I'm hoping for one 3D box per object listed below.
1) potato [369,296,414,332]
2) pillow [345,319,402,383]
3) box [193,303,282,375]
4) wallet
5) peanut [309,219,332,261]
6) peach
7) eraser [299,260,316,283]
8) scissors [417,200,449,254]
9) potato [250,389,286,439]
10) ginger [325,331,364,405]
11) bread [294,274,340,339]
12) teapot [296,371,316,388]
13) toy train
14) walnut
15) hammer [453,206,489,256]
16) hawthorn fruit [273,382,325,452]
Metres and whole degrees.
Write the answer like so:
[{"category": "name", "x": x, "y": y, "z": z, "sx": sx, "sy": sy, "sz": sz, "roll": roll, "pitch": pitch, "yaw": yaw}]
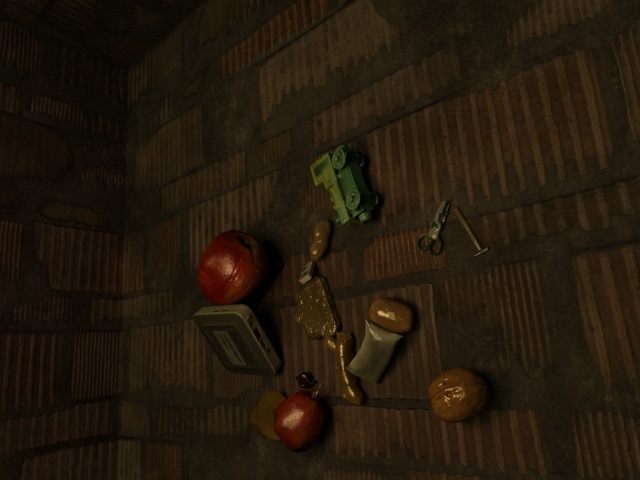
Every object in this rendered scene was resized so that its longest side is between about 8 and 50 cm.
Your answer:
[{"category": "potato", "x": 0.265, "y": 0.277, "z": 1.733, "sx": 0.178, "sy": 0.109, "sz": 0.118, "roll": 18, "pitch": 110, "yaw": 24}, {"category": "pillow", "x": 0.196, "y": 0.422, "z": 1.746, "sx": 0.144, "sy": 0.078, "sz": 0.254, "roll": 28, "pitch": 118, "yaw": 17}, {"category": "box", "x": -0.390, "y": 0.466, "z": 2.151, "sx": 0.373, "sy": 0.090, "sz": 0.367, "roll": -10, "pitch": 116, "yaw": 41}, {"category": "wallet", "x": -0.321, "y": 0.187, "z": 2.298, "sx": 0.377, "sy": 0.051, "sz": 0.197, "roll": -54, "pitch": 50, "yaw": 19}, {"category": "peanut", "x": 0.000, "y": 0.000, "z": 2.032, "sx": 0.082, "sy": 0.082, "sz": 0.187, "roll": 14, "pitch": 91, "yaw": 41}, {"category": "peach", "x": -0.412, "y": 0.133, "z": 2.159, "sx": 0.372, "sy": 0.290, "sz": 0.373, "roll": 4, "pitch": 96, "yaw": 36}, {"category": "eraser", "x": -0.057, "y": 0.142, "z": 2.054, "sx": 0.065, "sy": 0.026, "sz": 0.105, "roll": -40, "pitch": 19, "yaw": 31}, {"category": "scissors", "x": 0.427, "y": -0.050, "z": 1.710, "sx": 0.101, "sy": 0.027, "sz": 0.204, "roll": 25, "pitch": 101, "yaw": 38}, {"category": "potato", "x": -0.240, "y": 0.779, "z": 2.062, "sx": 0.158, "sy": 0.178, "sz": 0.203, "roll": -30, "pitch": 88, "yaw": 50}, {"category": "ginger", "x": 0.109, "y": 0.509, "z": 1.853, "sx": 0.118, "sy": 0.065, "sz": 0.299, "roll": -23, "pitch": 68, "yaw": 16}, {"category": "bread", "x": -0.026, "y": 0.304, "z": 2.017, "sx": 0.207, "sy": 0.056, "sz": 0.286, "roll": -29, "pitch": 64, "yaw": 30}, {"category": "teapot", "x": -0.062, "y": 0.602, "z": 2.006, "sx": 0.100, "sy": 0.045, "sz": 0.068, "roll": 5, "pitch": 109, "yaw": 24}, {"category": "toy train", "x": 0.105, "y": -0.214, "z": 1.947, "sx": 0.237, "sy": 0.150, "sz": 0.369, "roll": -36, "pitch": 60, "yaw": 40}, {"category": "walnut", "x": 0.448, "y": 0.502, "z": 1.511, "sx": 0.197, "sy": 0.165, "sz": 0.165, "roll": -39, "pitch": 59, "yaw": 38}, {"category": "hammer", "x": 0.518, "y": -0.034, "z": 1.638, "sx": 0.062, "sy": 0.013, "sz": 0.199, "roll": -39, "pitch": 59, "yaw": 29}, {"category": "hawthorn fruit", "x": -0.068, "y": 0.707, "z": 1.892, "sx": 0.211, "sy": 0.211, "sz": 0.299, "roll": 40, "pitch": 100, "yaw": 38}]
